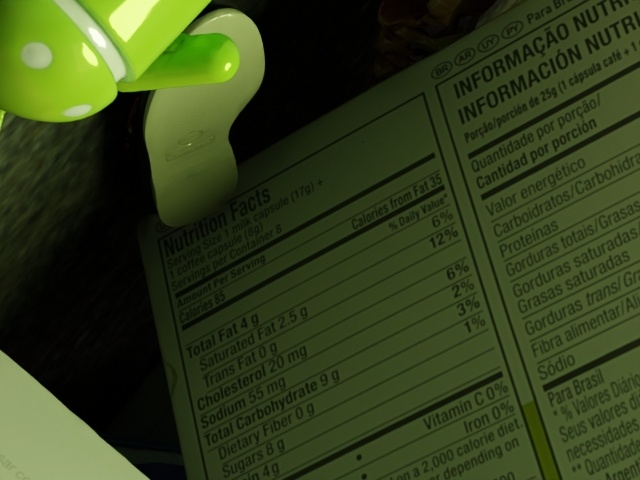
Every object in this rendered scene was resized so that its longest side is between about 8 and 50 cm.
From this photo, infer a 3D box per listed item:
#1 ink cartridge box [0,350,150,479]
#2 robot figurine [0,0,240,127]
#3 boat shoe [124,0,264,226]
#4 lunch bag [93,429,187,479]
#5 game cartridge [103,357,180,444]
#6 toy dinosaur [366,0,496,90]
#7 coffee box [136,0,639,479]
[{"bbox_3d":[-0.174,0.190,0.625,0.270,0.197,0.198,-40,164,-43],"label":"ink cartridge box"},{"bbox_3d":[-0.064,-0.082,0.543,0.115,0.067,0.101,-48,140,-13],"label":"robot figurine"},{"bbox_3d":[-0.052,-0.055,0.735,0.049,0.042,0.133,-20,156,-18],"label":"boat shoe"},{"bbox_3d":[-0.106,0.180,0.974,0.219,0.090,0.176,14,117,-52],"label":"lunch bag"},{"bbox_3d":[-0.068,0.110,1.131,0.297,0.062,0.198,-52,172,6],"label":"game cartridge"},{"bbox_3d":[0.099,-0.176,0.789,0.322,0.164,0.218,-34,166,38],"label":"toy dinosaur"},{"bbox_3d":[0.175,0.106,0.816,0.338,0.334,0.338,-29,145,20],"label":"coffee box"}]
